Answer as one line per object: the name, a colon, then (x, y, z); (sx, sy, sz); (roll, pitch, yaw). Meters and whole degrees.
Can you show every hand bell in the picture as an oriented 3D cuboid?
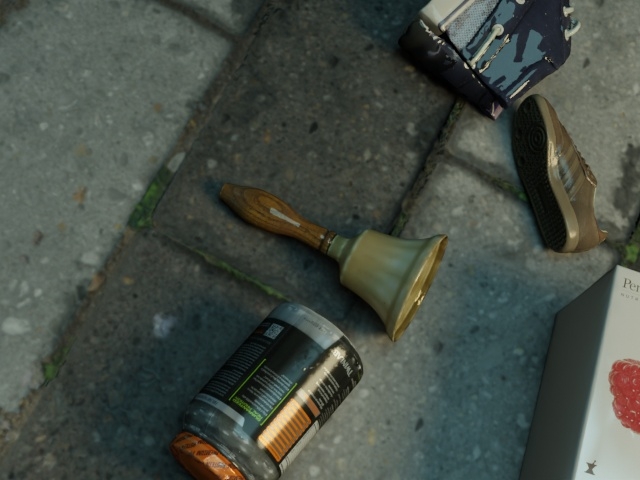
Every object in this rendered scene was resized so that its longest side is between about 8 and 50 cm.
hand bell: (0.000, 0.000, 1.440); (0.242, 0.126, 0.126); (26, 67, 12)

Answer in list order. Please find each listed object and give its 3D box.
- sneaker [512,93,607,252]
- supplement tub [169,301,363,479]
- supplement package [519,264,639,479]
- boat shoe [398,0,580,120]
sneaker: (0.274, -0.076, 1.540); (0.071, 0.066, 0.188); (-3, 76, -31)
supplement tub: (-0.055, 0.164, 1.345); (0.117, 0.117, 0.190); (41, 68, 4)
supplement package: (0.321, 0.204, 1.380); (0.178, 0.175, 0.292); (18, 68, -4)
boat shoe: (0.255, -0.288, 1.581); (0.158, 0.127, 0.340); (46, 76, -1)
